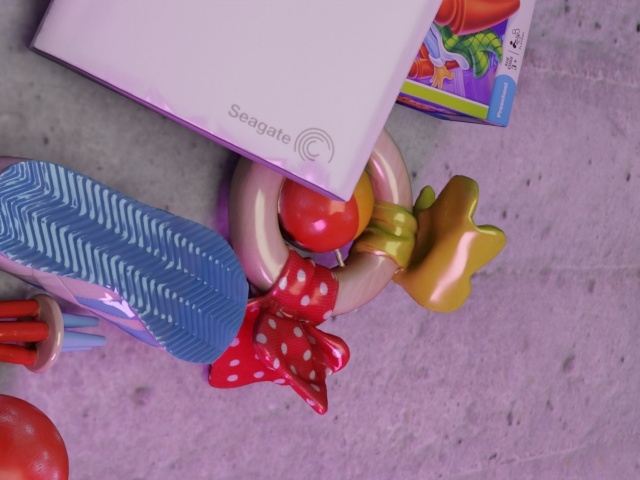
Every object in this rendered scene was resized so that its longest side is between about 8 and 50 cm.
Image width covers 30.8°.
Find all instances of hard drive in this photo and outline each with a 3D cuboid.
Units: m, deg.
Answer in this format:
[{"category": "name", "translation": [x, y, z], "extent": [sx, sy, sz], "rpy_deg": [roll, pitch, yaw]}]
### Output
[{"category": "hard drive", "translation": [-0.010, -0.234, 0.774], "extent": [0.233, 0.047, 0.353], "rpy_deg": [25, 89, -18]}]

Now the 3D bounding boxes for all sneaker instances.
[{"category": "sneaker", "translation": [-0.139, 0.009, 0.765], "extent": [0.228, 0.092, 0.087], "rpy_deg": [37, 75, -40]}]

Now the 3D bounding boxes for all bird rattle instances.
[{"category": "bird rattle", "translation": [0.000, 0.000, 0.907], "extent": [0.253, 0.143, 0.207], "rpy_deg": [-26, 106, -22]}]

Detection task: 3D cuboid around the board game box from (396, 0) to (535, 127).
[{"category": "board game box", "translation": [0.086, -0.283, 0.912], "extent": [0.233, 0.078, 0.347], "rpy_deg": [10, 94, -43]}]

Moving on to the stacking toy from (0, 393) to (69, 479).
[{"category": "stacking toy", "translation": [-0.275, 0.195, 0.609], "extent": [0.330, 0.141, 0.141], "rpy_deg": [-33, 121, -33]}]

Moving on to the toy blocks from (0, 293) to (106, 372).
[{"category": "toy blocks", "translation": [-0.211, 0.093, 0.746], "extent": [0.148, 0.054, 0.123], "rpy_deg": [7, 95, -44]}]
